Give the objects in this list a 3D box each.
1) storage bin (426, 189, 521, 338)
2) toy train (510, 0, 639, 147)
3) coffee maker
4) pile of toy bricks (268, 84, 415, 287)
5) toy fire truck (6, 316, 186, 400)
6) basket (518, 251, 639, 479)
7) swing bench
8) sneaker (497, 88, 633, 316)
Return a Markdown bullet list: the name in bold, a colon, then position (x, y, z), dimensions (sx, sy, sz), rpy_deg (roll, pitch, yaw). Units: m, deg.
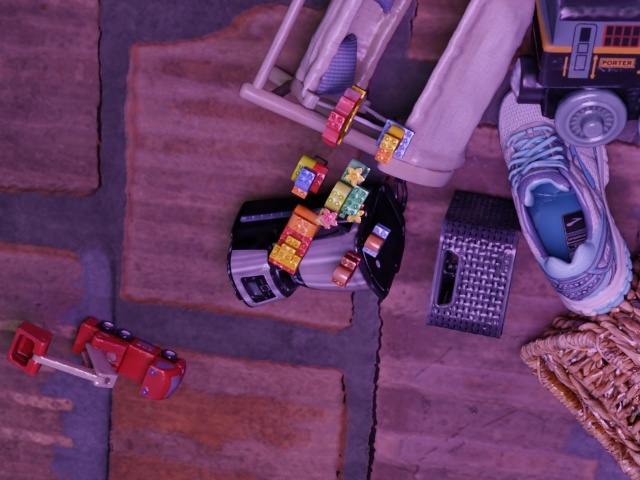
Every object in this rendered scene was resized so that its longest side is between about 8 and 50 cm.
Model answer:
- **storage bin**: position (0.175, 0.023, 1.528), dimensions (0.084, 0.180, 0.122), rpy_deg (10, 106, 7)
- **toy train**: position (0.368, -0.196, 1.421), dimensions (0.334, 0.142, 0.190), rpy_deg (2, 136, 2)
- **coffee maker**: position (0.000, 0.000, 1.584), dimensions (0.178, 0.171, 0.120), rpy_deg (-6, 109, 26)
- **pile of toy bricks**: position (0.021, -0.042, 1.407), dimensions (0.118, 0.105, 0.212), rpy_deg (28, 107, 6)
- **toy fire truck**: position (-0.267, 0.146, 1.664), dimensions (0.192, 0.135, 0.047), rpy_deg (25, 107, 4)
- **basket**: position (0.388, 0.190, 1.514), dimensions (0.223, 0.213, 0.299), rpy_deg (-40, 94, 16)
- **swing bench**: position (0.088, -0.219, 1.491), dimensions (0.255, 0.165, 0.253), rpy_deg (28, 107, 2)
- **sneaker**: position (0.253, -0.064, 1.466), dimensions (0.110, 0.122, 0.283), rpy_deg (-28, 58, 19)
